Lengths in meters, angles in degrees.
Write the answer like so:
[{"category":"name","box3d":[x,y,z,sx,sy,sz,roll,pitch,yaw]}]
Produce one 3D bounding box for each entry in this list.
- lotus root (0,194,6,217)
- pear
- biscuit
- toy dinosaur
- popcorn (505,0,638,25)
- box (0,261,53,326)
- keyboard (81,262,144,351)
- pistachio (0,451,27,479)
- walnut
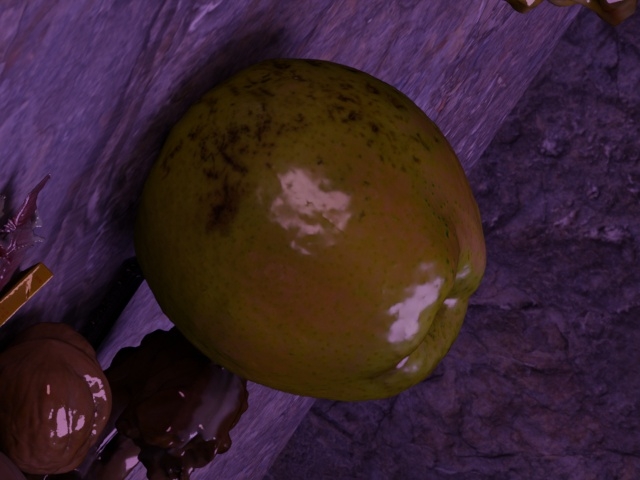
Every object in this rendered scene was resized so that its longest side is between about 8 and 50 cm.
[{"category":"lotus root","box3d":[-0.315,0.001,1.213,0.138,0.119,0.235,-51,172,-31]},{"category":"pear","box3d":[0.000,0.000,1.820,0.391,0.391,0.391,-48,169,-13]},{"category":"biscuit","box3d":[-0.223,0.221,1.988,0.366,0.115,0.268,-32,-158,30]},{"category":"toy dinosaur","box3d":[-0.291,0.008,1.549,0.220,0.032,0.108,-55,169,34]},{"category":"popcorn","box3d":[0.268,-0.385,1.870,0.312,0.312,0.312,-48,169,-13]},{"category":"box","box3d":[-0.325,0.083,1.615,0.155,0.023,0.087,-46,-172,-21]},{"category":"keyboard","box3d":[-0.269,0.112,2.010,0.231,0.023,0.072,-54,176,21]},{"category":"pistachio","box3d":[-0.388,0.311,1.724,0.332,0.226,0.207,139,-38,-70]},{"category":"walnut","box3d":[-0.297,0.170,1.791,0.166,0.149,0.166,-173,-90,-86]}]
